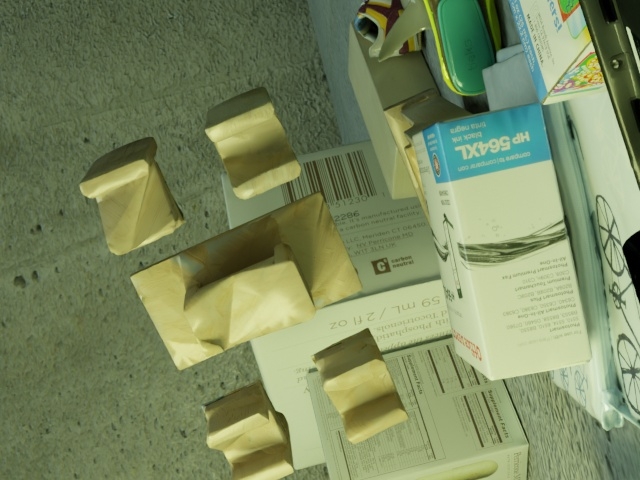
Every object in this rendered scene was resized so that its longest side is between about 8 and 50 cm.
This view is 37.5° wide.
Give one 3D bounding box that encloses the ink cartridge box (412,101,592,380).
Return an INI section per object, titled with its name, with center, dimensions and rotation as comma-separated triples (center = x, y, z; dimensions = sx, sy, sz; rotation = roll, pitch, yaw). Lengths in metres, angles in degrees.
[ink cartridge box]
center = 0.143, 0.000, 0.772
dimensions = 0.148, 0.085, 0.203
rotation = -144, 43, -87

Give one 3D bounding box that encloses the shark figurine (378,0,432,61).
[shark figurine]
center = 0.075, -0.352, 1.044
dimensions = 0.278, 0.116, 0.166
rotation = 82, 176, -52

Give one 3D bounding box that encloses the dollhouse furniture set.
[dollhouse furniture set]
center = 0.000, 0.000, 1.036
dimensions = 0.256, 0.394, 0.362
rotation = -109, -5, -74

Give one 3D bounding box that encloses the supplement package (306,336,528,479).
[supplement package]
center = 0.137, 0.290, 1.341
dimensions = 0.199, 0.262, 0.198
rotation = 78, 177, -47

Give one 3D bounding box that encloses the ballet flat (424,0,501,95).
[ballet flat]
center = 0.127, -0.249, 0.886
dimensions = 0.077, 0.077, 0.231
rotation = -80, -21, -59

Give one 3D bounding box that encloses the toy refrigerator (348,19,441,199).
[toy refrigerator]
center = 0.114, -0.193, 1.318
dimensions = 0.102, 0.094, 0.270
rotation = 89, 168, -49

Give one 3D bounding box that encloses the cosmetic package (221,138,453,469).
[cosmetic package]
center = 0.052, 0.097, 1.507
dimensions = 0.394, 0.329, 0.327
rotation = 78, 177, -47

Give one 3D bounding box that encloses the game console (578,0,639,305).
[game console]
center = 0.179, -0.004, 0.410
dimensions = 0.361, 0.044, 0.213
rotation = 63, -176, -25

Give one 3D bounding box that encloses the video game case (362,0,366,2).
[video game case]
center = 0.076, -0.458, 1.528
dimensions = 0.196, 0.026, 0.274
rotation = 141, 115, -88

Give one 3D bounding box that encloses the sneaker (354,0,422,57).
[sneaker]
center = 0.082, -0.331, 1.319
dimensions = 0.070, 0.083, 0.185
rotation = 79, 176, -53

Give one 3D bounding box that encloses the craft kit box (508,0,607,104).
[craft kit box]
center = 0.139, -0.234, 0.485
dimensions = 0.247, 0.061, 0.250
rotation = 101, 156, -76

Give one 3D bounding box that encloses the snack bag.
[snack bag]
center = 0.206, -0.005, 0.733
dimensions = 0.342, 0.037, 0.323
rotation = -123, 20, -83
